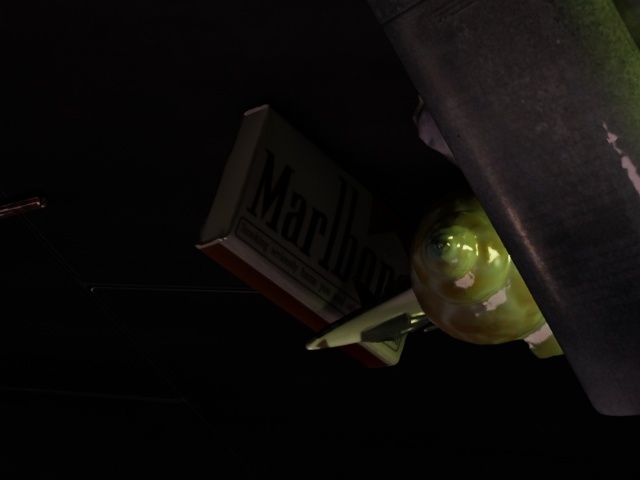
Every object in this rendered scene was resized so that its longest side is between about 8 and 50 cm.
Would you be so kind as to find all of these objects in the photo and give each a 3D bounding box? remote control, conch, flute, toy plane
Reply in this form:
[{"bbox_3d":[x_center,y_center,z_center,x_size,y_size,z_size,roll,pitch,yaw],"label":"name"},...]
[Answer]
[{"bbox_3d":[0.074,-0.095,0.475,0.107,0.044,0.377,-24,99,45],"label":"remote control"},{"bbox_3d":[0.117,0.009,0.658,0.173,0.116,0.106,8,134,-19],"label":"conch"},{"bbox_3d":[-0.337,-0.013,0.999,0.270,0.014,0.014,-11,140,36],"label":"flute"},{"bbox_3d":[0.095,0.023,0.767,0.234,0.082,0.160,-9,142,-11],"label":"toy plane"}]

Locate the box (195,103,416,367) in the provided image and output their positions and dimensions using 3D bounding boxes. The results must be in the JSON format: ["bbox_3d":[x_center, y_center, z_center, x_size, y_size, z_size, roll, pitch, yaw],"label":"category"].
[{"bbox_3d":[0.000,0.000,0.776,0.036,0.115,0.177,-17,138,41],"label":"box"}]

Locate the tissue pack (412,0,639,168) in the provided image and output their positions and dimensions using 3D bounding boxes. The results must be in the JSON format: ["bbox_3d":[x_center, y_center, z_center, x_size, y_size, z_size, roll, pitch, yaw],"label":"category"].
[{"bbox_3d":[0.270,-0.097,0.492,0.288,0.124,0.394,33,145,-19],"label":"tissue pack"}]
